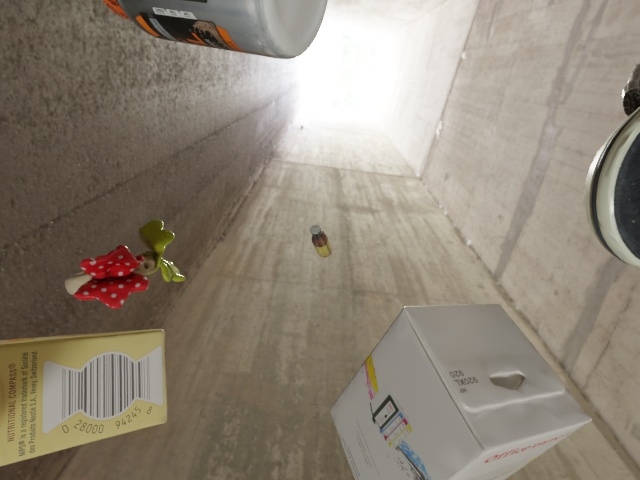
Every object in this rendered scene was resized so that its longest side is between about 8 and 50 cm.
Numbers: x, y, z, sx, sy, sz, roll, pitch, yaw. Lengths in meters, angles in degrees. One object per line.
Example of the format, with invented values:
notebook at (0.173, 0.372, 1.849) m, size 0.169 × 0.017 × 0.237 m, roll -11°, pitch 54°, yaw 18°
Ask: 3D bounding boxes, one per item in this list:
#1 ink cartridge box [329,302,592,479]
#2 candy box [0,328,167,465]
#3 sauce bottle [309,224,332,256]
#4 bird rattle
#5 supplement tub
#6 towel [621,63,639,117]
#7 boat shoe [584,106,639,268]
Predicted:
ink cartridge box at (0.151, 0.214, 0.517) m, size 0.232 × 0.172 × 0.168 m, roll -65°, pitch -144°, yaw 36°
candy box at (-0.305, 0.124, 0.308) m, size 0.183 × 0.317 × 0.087 m, roll -15°, pitch -105°, yaw 41°
sauce bottle at (0.000, 0.000, 1.030) m, size 0.128 × 0.042 × 0.042 m, roll 70°, pitch 23°, yaw -61°
bird rattle at (-0.386, 0.068, 0.803) m, size 0.253 × 0.207 × 0.142 m, roll -59°, pitch 132°, yaw -67°
supplement tub at (-0.174, -0.410, 0.644) m, size 0.207 × 0.339 × 0.206 m, roll -51°, pitch 151°, yaw -42°
towel at (0.787, -0.272, 0.883) m, size 0.235 × 0.284 × 0.121 m, roll -40°, pitch 171°, yaw -41°
boat shoe at (0.441, -0.083, 0.244) m, size 0.156 × 0.502 × 0.186 m, roll -55°, pitch 131°, yaw -70°
